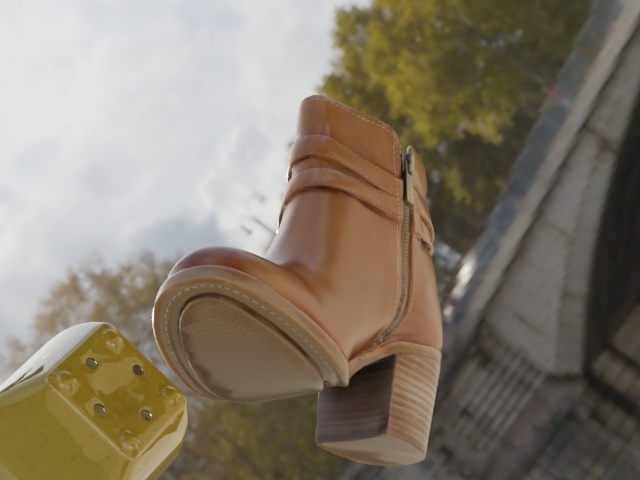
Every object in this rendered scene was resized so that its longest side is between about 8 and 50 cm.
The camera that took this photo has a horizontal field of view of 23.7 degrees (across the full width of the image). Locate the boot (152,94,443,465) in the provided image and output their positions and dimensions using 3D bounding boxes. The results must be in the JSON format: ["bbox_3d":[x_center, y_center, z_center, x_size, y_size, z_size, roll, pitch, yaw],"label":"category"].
[{"bbox_3d":[0.000,0.000,0.958,0.283,0.109,0.220,33,-127,-47],"label":"boot"}]

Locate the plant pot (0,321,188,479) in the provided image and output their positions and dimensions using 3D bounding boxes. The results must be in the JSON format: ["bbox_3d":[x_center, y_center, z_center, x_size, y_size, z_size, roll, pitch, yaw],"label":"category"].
[{"bbox_3d":[-0.102,0.081,0.628,0.083,0.081,0.081,-47,0,37],"label":"plant pot"}]
